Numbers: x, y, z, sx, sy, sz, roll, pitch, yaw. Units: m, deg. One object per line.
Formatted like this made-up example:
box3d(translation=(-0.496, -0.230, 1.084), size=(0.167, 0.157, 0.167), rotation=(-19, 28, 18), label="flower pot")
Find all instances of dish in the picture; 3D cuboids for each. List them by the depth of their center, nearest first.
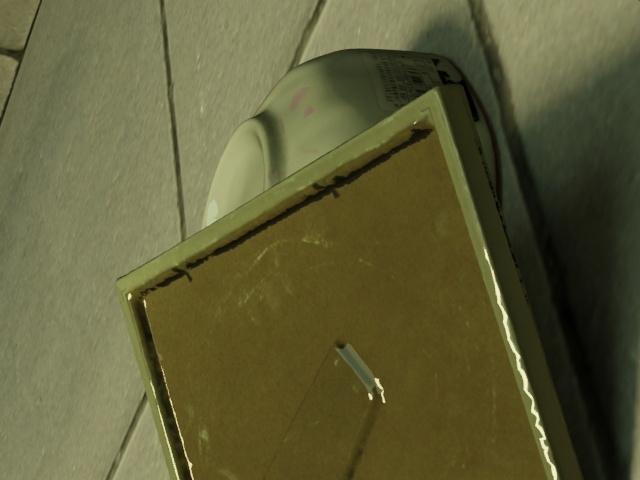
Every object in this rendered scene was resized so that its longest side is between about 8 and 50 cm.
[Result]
box3d(translation=(0.000, 0.000, 1.128), size=(0.256, 0.117, 0.256), rotation=(-170, 90, -71), label="dish")

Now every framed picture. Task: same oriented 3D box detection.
box3d(translation=(0.006, 0.089, 0.987), size=(0.335, 0.022, 0.247), rotation=(-29, 75, 53), label="framed picture")
